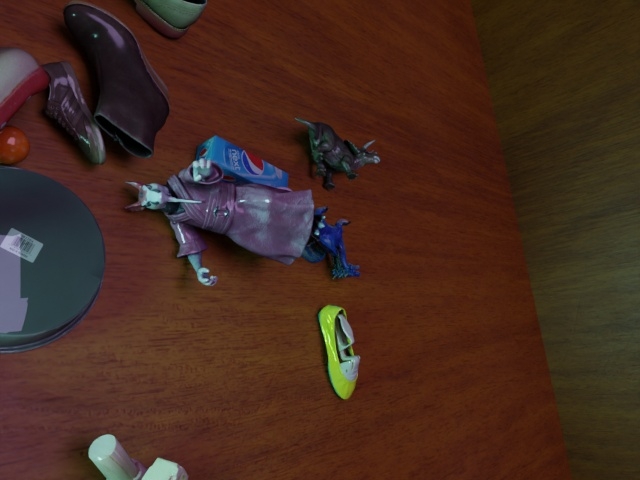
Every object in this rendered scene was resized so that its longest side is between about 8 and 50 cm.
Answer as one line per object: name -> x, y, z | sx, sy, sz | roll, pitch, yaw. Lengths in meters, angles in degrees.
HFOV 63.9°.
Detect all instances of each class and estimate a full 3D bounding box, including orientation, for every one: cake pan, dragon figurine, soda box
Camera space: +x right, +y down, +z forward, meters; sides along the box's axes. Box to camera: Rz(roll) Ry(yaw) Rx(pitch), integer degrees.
cake pan -> -0.458, 0.018, 0.771 | 0.293, 0.054, 0.293 | 20, 61, -43
dragon figurine -> 0.000, 0.000, 1.266 | 0.289, 0.085, 0.144 | 31, 54, -39
soda box -> -0.171, -0.150, 1.139 | 0.210, 0.071, 0.067 | 23, 60, -41

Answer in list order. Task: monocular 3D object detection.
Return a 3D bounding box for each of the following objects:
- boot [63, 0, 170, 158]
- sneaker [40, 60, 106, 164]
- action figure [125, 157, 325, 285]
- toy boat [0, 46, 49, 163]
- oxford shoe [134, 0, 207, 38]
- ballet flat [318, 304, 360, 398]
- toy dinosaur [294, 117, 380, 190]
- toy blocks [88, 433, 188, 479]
boot -> -0.372, -0.289, 0.922 | 0.248, 0.090, 0.207 | 46, 29, -38
sneaker -> -0.436, -0.213, 0.887 | 0.071, 0.066, 0.188 | -24, 91, -30
action figure -> -0.187, -0.077, 1.006 | 0.370, 0.248, 0.276 | 13, 29, -19
toy boat -> -0.493, -0.179, 0.763 | 0.151, 0.150, 0.231 | 73, 29, -50
oxford shoe -> -0.377, -0.566, 1.014 | 0.348, 0.130, 0.123 | 33, 54, -37
ballet flat -> 0.054, 0.267, 1.235 | 0.077, 0.077, 0.231 | -7, 82, -50
toy dinosaur -> 0.022, -0.244, 1.382 | 0.313, 0.121, 0.160 | 26, 46, -35
toy blocks -> -0.224, 0.481, 0.695 | 0.289, 0.308, 0.260 | -59, 148, -45
